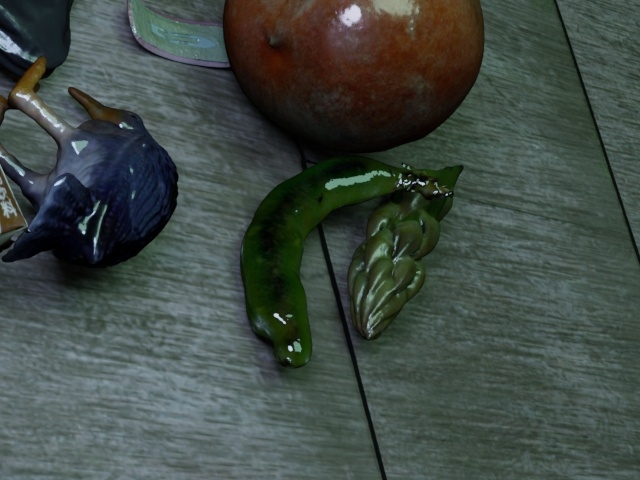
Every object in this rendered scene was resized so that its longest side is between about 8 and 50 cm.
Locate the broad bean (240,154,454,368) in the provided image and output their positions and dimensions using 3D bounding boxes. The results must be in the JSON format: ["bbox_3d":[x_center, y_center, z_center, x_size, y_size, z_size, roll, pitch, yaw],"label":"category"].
[{"bbox_3d":[0.000,0.000,1.831,0.144,0.049,0.292,28,50,18],"label":"broad bean"}]

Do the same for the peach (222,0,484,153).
[{"bbox_3d":[0.029,-0.200,1.897,0.252,0.252,0.252,26,45,-29],"label":"peach"}]

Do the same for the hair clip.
[{"bbox_3d":[-0.139,-0.203,1.908,0.137,0.022,0.054,11,54,-43],"label":"hair clip"}]

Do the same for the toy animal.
[{"bbox_3d":[-0.203,-0.057,1.642,0.185,0.122,0.298,41,14,-22],"label":"toy animal"}]

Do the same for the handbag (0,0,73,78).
[{"bbox_3d":[-0.293,-0.285,1.778,0.192,0.075,0.332,33,41,-22],"label":"handbag"}]

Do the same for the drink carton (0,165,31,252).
[{"bbox_3d":[-0.382,-0.108,1.473,0.194,0.132,0.324,-18,80,-49],"label":"drink carton"}]

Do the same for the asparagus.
[{"bbox_3d":[0.077,0.001,1.919,0.080,0.080,0.287,39,41,-15],"label":"asparagus"}]
